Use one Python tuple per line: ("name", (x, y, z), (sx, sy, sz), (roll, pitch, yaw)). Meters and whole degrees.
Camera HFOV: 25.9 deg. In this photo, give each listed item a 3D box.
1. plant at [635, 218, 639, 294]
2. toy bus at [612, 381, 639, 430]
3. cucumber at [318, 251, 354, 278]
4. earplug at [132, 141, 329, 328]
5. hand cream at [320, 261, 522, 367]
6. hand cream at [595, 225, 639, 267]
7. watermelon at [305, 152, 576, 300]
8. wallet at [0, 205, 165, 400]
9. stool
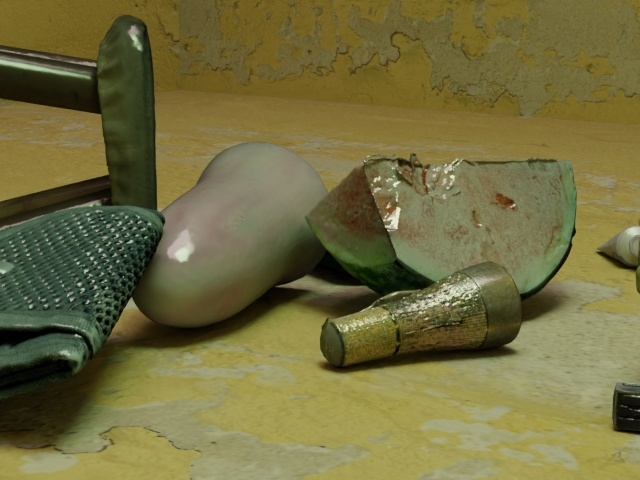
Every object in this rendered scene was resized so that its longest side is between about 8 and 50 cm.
("plant", (0.411, 0.051, 1.232), (0.261, 0.306, 0.297), (-17, -20, -26))
("toy bus", (0.302, 0.137, 1.121), (0.130, 0.037, 0.052), (2, 6, 12))
("cucumber", (0.000, 0.000, 1.725), (0.115, 0.063, 0.244), (17, 1, -32))
("earplug", (-0.113, 0.009, 1.469), (0.172, 0.172, 0.301), (4, 17, 18))
("hand cream", (0.091, 0.080, 1.327), (0.203, 0.084, 0.084), (-13, 16, -25))
("hand cream", (0.401, 0.011, 1.779), (0.084, 0.053, 0.142), (2, -4, 5))
("watermelon", (0.151, -0.014, 1.518), (0.305, 0.180, 0.224), (-5, 26, -37))
("wallet", (-0.276, 0.049, 1.221), (0.237, 0.075, 0.342), (-12, 18, 10))
("stool", (-0.317, -0.120, 1.703), (0.226, 0.310, 0.310), (-2, 9, -11))
